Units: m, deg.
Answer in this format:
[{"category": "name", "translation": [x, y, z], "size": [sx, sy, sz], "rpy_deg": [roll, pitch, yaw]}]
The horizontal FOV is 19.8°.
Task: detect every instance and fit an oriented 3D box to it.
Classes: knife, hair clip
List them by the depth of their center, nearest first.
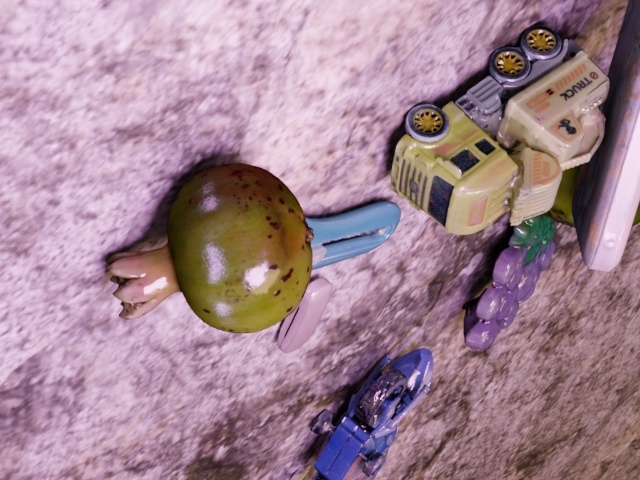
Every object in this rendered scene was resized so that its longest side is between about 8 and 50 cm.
[{"category": "knife", "translation": [0.000, 0.000, 1.431], "size": [0.222, 0.031, 0.064], "rpy_deg": [-13, 138, -55]}, {"category": "hair clip", "translation": [0.191, 0.021, 1.822], "size": [0.124, 0.052, 0.195], "rpy_deg": [-29, 147, -58]}]

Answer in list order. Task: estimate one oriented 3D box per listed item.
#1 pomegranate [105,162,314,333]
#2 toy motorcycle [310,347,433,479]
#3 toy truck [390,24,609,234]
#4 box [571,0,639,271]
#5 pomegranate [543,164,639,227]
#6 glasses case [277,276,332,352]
[{"category": "pomegranate", "translation": [-0.074, 0.010, 1.231], "size": [0.142, 0.114, 0.114], "rpy_deg": [-16, 157, 1]}, {"category": "toy motorcycle", "translation": [0.041, 0.197, 1.821], "size": [0.114, 0.076, 0.205], "rpy_deg": [-29, 153, -56]}, {"category": "toy truck", "translation": [0.155, -0.079, 1.456], "size": [0.191, 0.116, 0.085], "rpy_deg": [-36, 156, -25]}, {"category": "box", "translation": [0.257, -0.124, 1.480], "size": [0.142, 0.044, 0.285], "rpy_deg": [-88, -170, -67]}, {"category": "pomegranate", "translation": [0.247, -0.064, 1.645], "size": [0.143, 0.122, 0.169], "rpy_deg": [-27, 178, 42]}, {"category": "glasses case", "translation": [-0.014, 0.063, 1.536], "size": [0.032, 0.021, 0.083], "rpy_deg": [-29, 154, -42]}]
